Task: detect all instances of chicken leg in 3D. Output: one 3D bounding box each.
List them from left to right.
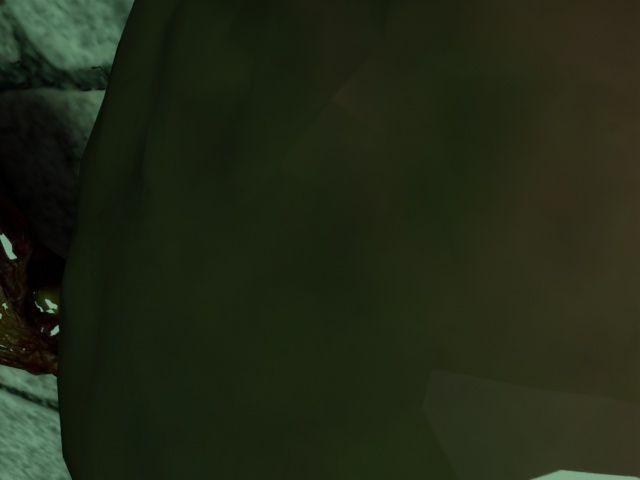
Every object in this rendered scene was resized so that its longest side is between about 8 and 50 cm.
[{"bbox_3d":[-0.227,-0.041,0.872,0.322,0.083,0.177,40,159,-4],"label":"chicken leg"}]

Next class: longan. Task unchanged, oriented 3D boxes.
[{"bbox_3d":[0.132,0.042,0.498,0.436,0.404,0.404,33,141,14],"label":"longan"}]
